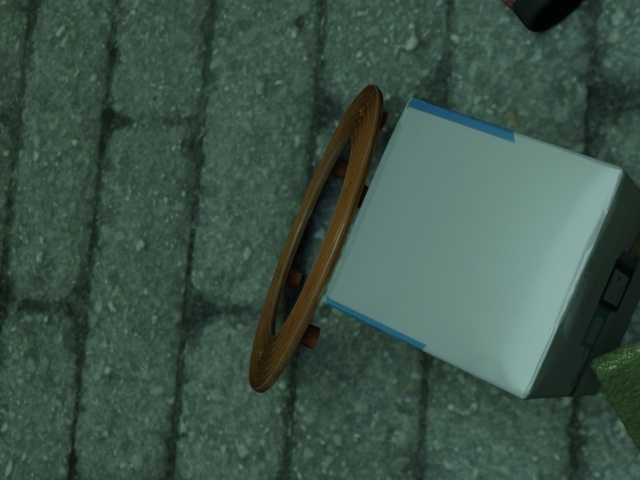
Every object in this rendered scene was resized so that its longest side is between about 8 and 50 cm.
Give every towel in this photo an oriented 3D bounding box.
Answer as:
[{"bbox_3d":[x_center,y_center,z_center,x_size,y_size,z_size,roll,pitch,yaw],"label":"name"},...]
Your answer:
[{"bbox_3d":[0.320,0.136,0.862,0.110,0.148,0.027,-31,32,15],"label":"towel"}]

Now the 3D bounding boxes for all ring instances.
[{"bbox_3d":[0.000,0.000,0.968,0.032,0.336,0.336,22,95,-10],"label":"ring"}]

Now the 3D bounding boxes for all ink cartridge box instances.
[{"bbox_3d":[0.176,0.018,0.868,0.198,0.270,0.197,24,93,28],"label":"ink cartridge box"}]

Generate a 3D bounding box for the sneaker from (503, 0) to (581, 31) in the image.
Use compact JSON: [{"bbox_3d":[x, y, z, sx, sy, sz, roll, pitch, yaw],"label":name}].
[{"bbox_3d":[0.280,-0.357,0.963,0.270,0.090,0.145,-40,69,21],"label":"sneaker"}]
